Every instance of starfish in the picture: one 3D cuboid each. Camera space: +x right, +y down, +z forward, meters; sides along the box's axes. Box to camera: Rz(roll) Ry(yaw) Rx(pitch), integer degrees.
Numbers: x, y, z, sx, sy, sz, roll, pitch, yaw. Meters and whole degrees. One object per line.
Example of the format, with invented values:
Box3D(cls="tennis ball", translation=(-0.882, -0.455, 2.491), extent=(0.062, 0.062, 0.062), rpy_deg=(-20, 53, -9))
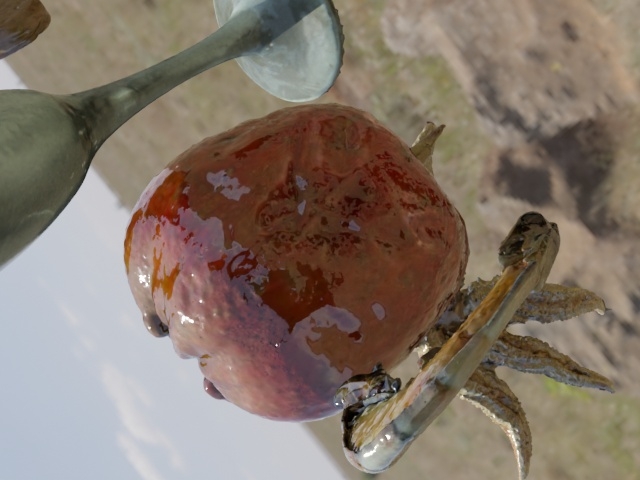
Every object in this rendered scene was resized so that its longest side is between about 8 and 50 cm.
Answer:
Box3D(cls="starfish", translation=(0.164, 0.078, 1.508), extent=(0.293, 0.301, 0.084), rpy_deg=(27, 172, -3))

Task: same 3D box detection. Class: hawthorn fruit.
Box3D(cls="hawthorn fruit", translation=(-0.017, 0.016, 1.166), extent=(0.258, 0.261, 0.258), rpy_deg=(52, -160, -28))

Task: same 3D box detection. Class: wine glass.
Box3D(cls="wine glass", translation=(-0.173, -0.124, 0.734), extent=(0.264, 0.309, 0.096), rpy_deg=(56, 144, 0))

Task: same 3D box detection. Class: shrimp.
Box3D(cls="shrimp", translation=(0.059, 0.047, 0.721), extent=(0.035, 0.148, 0.195), rpy_deg=(37, 176, -3))

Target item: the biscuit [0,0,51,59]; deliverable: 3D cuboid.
Box3D(cls="biscuit", translation=(-0.322, -0.171, 1.195), extent=(0.290, 0.208, 0.041), rpy_deg=(9, 136, 38))
